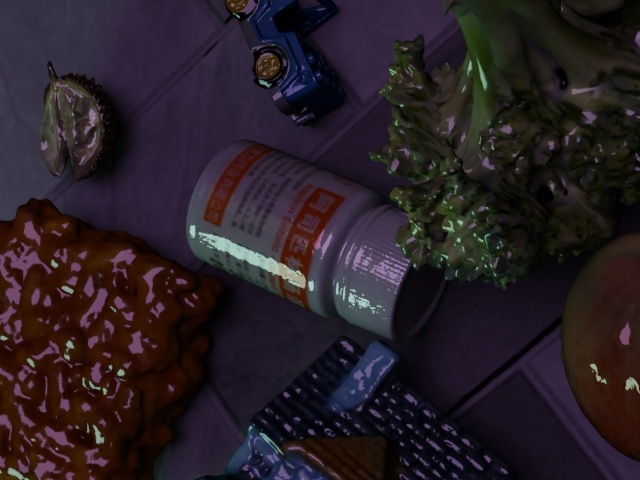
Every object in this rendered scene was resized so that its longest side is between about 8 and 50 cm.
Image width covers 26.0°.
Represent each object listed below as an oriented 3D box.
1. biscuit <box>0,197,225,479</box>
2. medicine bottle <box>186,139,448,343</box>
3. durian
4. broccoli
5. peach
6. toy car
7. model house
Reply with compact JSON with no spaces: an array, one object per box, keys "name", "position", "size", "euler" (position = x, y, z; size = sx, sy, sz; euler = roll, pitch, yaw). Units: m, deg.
[{"name":"biscuit","position":[-0.287,0.129,1.519],"size":[0.318,0.110,0.312],"euler":[23,89,21]},{"name":"medicine bottle","position":[0.000,0.000,1.402],"size":[0.252,0.144,0.144],"euler":[23,93,22]},{"name":"durian","position":[-0.274,-0.139,1.579],"size":[0.111,0.071,0.140],"euler":[-16,93,27]},{"name":"broccoli","position":[0.202,-0.150,1.261],"size":[0.277,0.339,0.317],"euler":[47,147,49]},{"name":"peach","position":[0.322,0.106,1.229],"size":[0.233,0.232,0.232],"euler":[-3,82,24]},{"name":"toy car","position":[-0.030,-0.218,1.467],"size":[0.100,0.097,0.191],"euler":[-29,73,14]},{"name":"model house","position":[0.048,0.239,1.306],"size":[0.261,0.226,0.241],"euler":[37,92,21]}]
